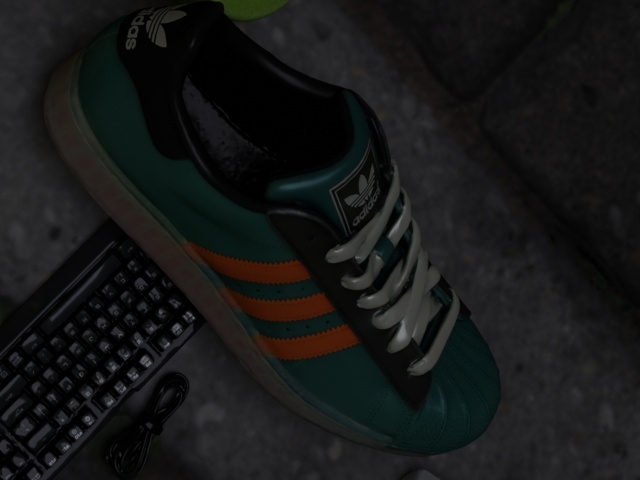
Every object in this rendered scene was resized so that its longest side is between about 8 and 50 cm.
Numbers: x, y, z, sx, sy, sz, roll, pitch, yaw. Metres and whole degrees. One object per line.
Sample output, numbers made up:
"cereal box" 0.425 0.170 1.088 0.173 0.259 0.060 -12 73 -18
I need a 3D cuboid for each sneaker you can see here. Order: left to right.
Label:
"sneaker" 0.000 0.000 1.011 0.302 0.121 0.108 42 54 -20

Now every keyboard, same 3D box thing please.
"keyboard" -0.114 0.069 1.037 0.180 0.023 0.108 -46 109 -12

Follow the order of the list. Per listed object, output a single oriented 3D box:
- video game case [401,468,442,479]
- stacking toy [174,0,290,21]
"video game case" 0.104 0.250 1.095 0.201 0.023 0.183 36 49 -22
"stacking toy" 0.002 -0.236 0.927 0.309 0.130 0.279 -62 148 -8
